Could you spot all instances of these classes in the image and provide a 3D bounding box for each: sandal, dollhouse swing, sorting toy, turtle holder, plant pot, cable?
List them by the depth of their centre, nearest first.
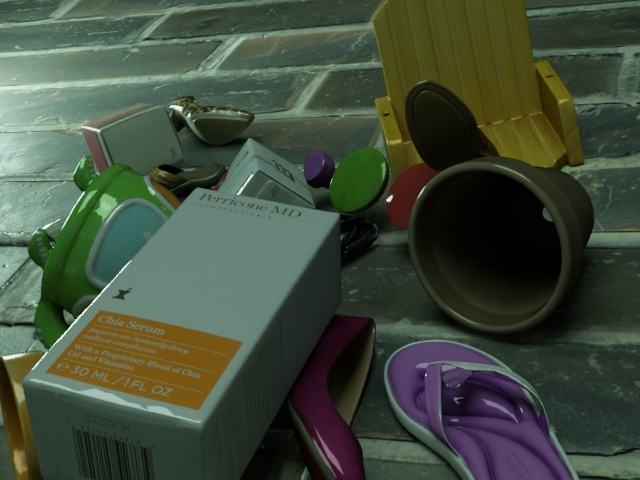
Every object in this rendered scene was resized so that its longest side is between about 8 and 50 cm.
[{"bbox_3d":[0.210,0.219,1.355,0.169,0.102,0.416,-22,32,-13],"label":"sandal"},{"bbox_3d":[-0.334,0.243,1.470,0.188,0.205,0.205,-10,28,-24],"label":"plant pot"},{"bbox_3d":[0.300,-0.013,1.598,0.263,0.263,0.229,10,20,34],"label":"plant pot"},{"bbox_3d":[-0.326,0.042,1.673,0.227,0.243,0.320,26,52,3],"label":"turtle holder"},{"bbox_3d":[0.000,0.000,1.849,0.184,0.047,0.150,-30,34,-23],"label":"cable"},{"bbox_3d":[0.117,-0.081,1.887,0.365,0.126,0.127,20,81,48],"label":"sorting toy"},{"bbox_3d":[0.276,-0.296,1.968,0.346,0.305,0.315,-12,31,2],"label":"dollhouse swing"},{"bbox_3d":[-0.291,-0.120,2.060,0.219,0.060,0.090,-16,32,-8],"label":"sandal"}]

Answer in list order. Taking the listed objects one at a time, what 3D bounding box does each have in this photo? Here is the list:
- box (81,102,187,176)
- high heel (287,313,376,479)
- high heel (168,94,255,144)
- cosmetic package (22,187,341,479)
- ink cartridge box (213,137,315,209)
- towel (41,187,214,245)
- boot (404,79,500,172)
[{"bbox_3d":[-0.394,-0.204,2.208,0.148,0.127,0.232,-25,16,-17],"label":"box"},{"bbox_3d":[0.041,0.210,1.420,0.181,0.127,0.377,-19,33,-9],"label":"high heel"},{"bbox_3d":[-0.242,-0.294,2.369,0.261,0.093,0.186,-9,37,26],"label":"high heel"},{"bbox_3d":[-0.149,0.122,1.341,0.230,0.161,0.453,10,34,16],"label":"cosmetic package"},{"bbox_3d":[-0.103,-0.075,1.875,0.128,0.127,0.176,-52,20,15],"label":"ink cartridge box"},{"bbox_3d":[-0.341,-0.025,2.035,0.324,0.056,0.312,-29,36,-28],"label":"towel"},{"bbox_3d":[0.215,-0.192,1.756,0.109,0.283,0.220,-41,30,17],"label":"boot"}]
